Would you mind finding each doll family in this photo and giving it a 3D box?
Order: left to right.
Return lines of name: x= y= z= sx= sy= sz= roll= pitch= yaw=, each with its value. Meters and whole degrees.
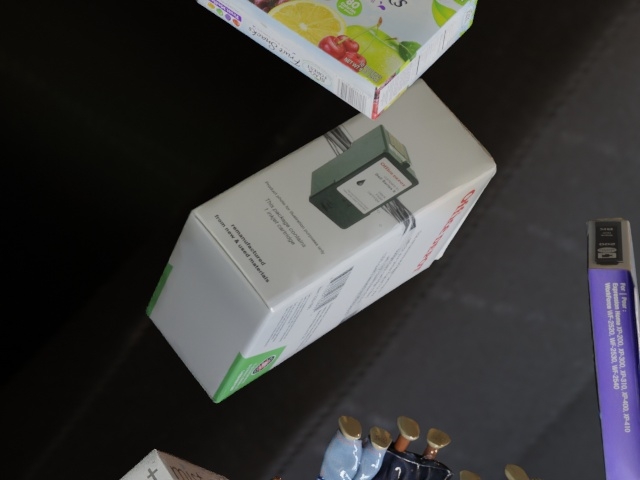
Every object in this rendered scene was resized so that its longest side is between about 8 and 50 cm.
doll family: x=0.059 y=0.190 z=1.317 sx=0.193 sy=0.111 sz=0.076 roll=27 pitch=26 yaw=0

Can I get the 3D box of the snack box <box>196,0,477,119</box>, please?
snack box: x=0.009 y=-0.148 z=1.174 sx=0.141 sy=0.037 sz=0.100 roll=35 pitch=61 yaw=18

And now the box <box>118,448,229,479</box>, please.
box: x=-0.130 y=0.327 z=1.419 sx=0.231 sy=0.262 sz=0.127 roll=53 pitch=9 yaw=28

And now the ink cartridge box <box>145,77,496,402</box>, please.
ink cartridge box: x=0.000 y=0.000 z=1.831 sx=0.289 sy=0.211 sz=0.121 roll=-32 pitch=75 yaw=-31

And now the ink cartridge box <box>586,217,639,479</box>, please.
ink cartridge box: x=0.254 y=0.106 z=1.648 sx=0.208 sy=0.045 sz=0.206 roll=-66 pitch=150 yaw=-73
